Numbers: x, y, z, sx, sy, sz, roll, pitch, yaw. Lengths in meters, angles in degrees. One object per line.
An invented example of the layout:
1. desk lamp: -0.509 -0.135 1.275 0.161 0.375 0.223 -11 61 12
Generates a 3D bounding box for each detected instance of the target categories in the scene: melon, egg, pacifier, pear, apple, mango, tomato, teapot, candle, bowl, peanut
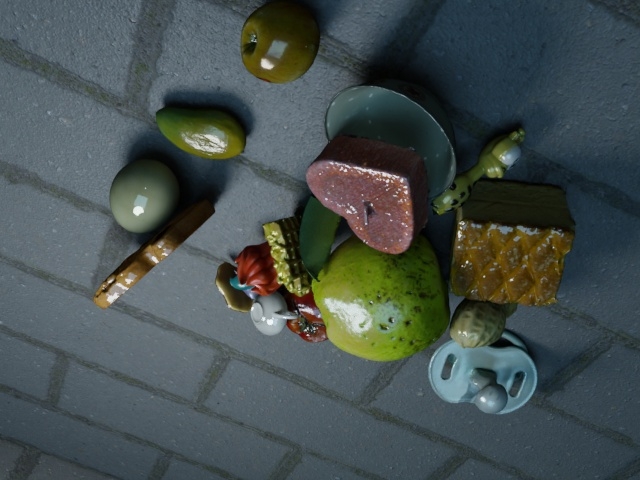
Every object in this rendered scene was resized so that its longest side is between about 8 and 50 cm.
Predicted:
1. melon: 0.000 0.000 1.731 0.113 0.262 0.053 -1 148 13
2. egg: -0.487 -0.118 1.781 0.186 0.186 0.242 29 139 -12
3. pacifier: 0.512 0.423 1.979 0.343 0.269 0.288 11 106 -2
4. pear: 0.159 0.150 1.753 0.390 0.391 0.391 6 130 7
5. apple: -0.094 -0.439 1.434 0.155 0.182 0.182 -1 137 -28
6. mango: -0.308 -0.278 1.675 0.237 0.091 0.137 9 129 11
7. tomato: -0.028 0.245 2.046 0.227 0.101 0.228 8 133 8
8. teapot: -0.155 0.225 2.004 0.226 0.092 0.145 7 97 51
9. candle: 0.133 -0.106 1.503 0.317 0.131 0.287 43 146 -14
10. bowl: 0.190 -0.262 1.505 0.337 0.158 0.337 26 149 17
11. peanut: 0.455 0.192 1.774 0.147 0.305 0.147 17 126 25

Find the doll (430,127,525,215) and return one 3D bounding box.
1. doll: 0.380 -0.163 1.551 0.291 0.117 0.086 -38 75 -1

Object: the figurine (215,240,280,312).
1. figurine: -0.176 0.095 1.888 0.257 0.181 0.208 -33 134 32

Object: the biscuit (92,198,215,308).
1. biscuit: -0.474 0.037 1.815 0.455 0.350 0.078 -38 97 18

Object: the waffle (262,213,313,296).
1. waffle: -0.064 0.042 1.770 0.057 0.229 0.219 -14 91 23

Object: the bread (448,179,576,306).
1. bread: 0.478 0.006 1.665 0.278 0.207 0.279 3 131 9

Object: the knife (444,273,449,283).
1. knife: 0.412 0.091 1.871 0.184 0.022 0.026 -33 91 33
